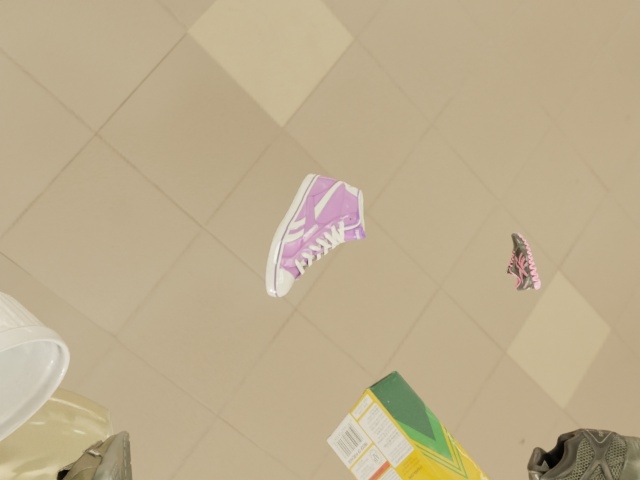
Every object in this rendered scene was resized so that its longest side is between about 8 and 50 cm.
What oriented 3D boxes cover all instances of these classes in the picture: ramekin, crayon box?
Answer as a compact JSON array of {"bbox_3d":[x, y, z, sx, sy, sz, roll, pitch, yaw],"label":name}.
[{"bbox_3d":[-0.405,0.150,0.816,0.207,0.207,0.109,-41,72,-20],"label":"ramekin"},{"bbox_3d":[0.170,0.411,1.238,0.083,0.203,0.323,-23,64,-39],"label":"crayon box"}]

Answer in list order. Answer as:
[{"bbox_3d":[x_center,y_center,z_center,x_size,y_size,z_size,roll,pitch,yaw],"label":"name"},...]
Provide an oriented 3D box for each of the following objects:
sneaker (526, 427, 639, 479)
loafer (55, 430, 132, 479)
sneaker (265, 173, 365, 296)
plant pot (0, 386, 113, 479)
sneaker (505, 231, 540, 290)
[{"bbox_3d":[0.296,0.331,0.855,0.130,0.087,0.227,13,92,9],"label":"sneaker"},{"bbox_3d":[-0.275,0.285,0.855,0.088,0.251,0.094,-5,82,-10],"label":"loafer"},{"bbox_3d":[0.000,-0.001,1.452,0.161,0.102,0.282,18,72,17],"label":"sneaker"},{"bbox_3d":[-0.450,0.371,1.225,0.191,0.284,0.283,-6,95,-17],"label":"plant pot"},{"bbox_3d":[0.383,0.043,1.389,0.057,0.047,0.119,-17,89,10],"label":"sneaker"}]
